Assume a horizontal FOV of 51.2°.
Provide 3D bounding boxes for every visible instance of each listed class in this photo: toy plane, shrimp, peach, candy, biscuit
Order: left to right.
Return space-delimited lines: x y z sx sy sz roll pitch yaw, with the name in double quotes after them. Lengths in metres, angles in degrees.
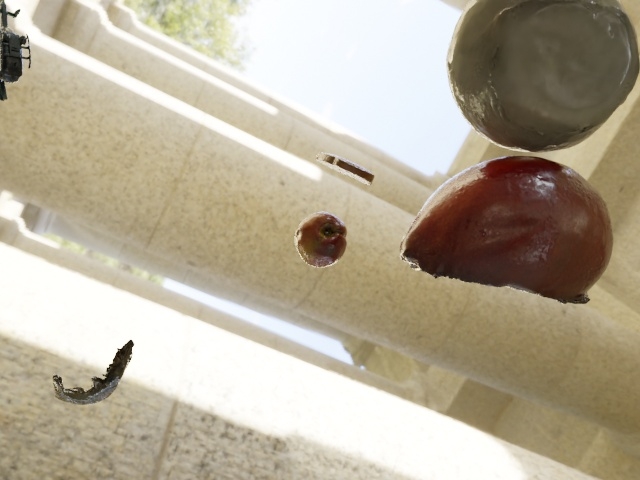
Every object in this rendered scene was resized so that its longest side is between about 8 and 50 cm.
-0.648 -0.412 1.376 0.096 0.060 0.235 -14 -99 43 "toy plane"
-0.482 0.278 1.408 0.195 0.147 0.035 -55 -137 18 "shrimp"
0.000 -0.001 1.217 0.101 0.100 0.101 -56 -161 30 "peach"
0.053 -0.135 1.247 0.140 0.118 0.023 27 -86 54 "biscuit"
0.282 -0.032 1.015 0.257 0.361 0.201 26 -72 59 "peach"
0.327 -0.269 1.006 0.295 0.295 0.185 -57 -166 26 "candy"
